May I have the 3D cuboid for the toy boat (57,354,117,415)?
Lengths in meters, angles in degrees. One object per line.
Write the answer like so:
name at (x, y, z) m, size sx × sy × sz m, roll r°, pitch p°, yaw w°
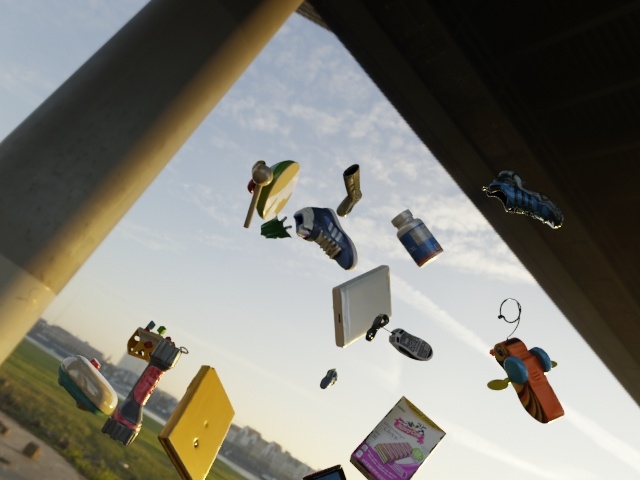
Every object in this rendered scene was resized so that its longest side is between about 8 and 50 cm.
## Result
toy boat at (-0.884, 0.540, 1.851) m, size 0.268 × 0.148 × 0.318 m, roll 58°, pitch -22°, yaw -19°

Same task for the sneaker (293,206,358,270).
sneaker at (0.000, -0.001, 2.118) m, size 0.130 × 0.236 × 0.323 m, roll -44°, pitch -116°, yaw 43°

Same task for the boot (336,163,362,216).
boot at (0.131, -0.234, 2.342) m, size 0.076 × 0.190 × 0.209 m, roll 29°, pitch -23°, yaw 20°

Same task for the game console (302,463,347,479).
game console at (0.021, 0.861, 1.769) m, size 0.124 × 0.143 × 0.085 m, roll 77°, pitch -7°, yaw -64°

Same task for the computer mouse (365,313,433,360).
computer mouse at (0.227, 0.289, 1.415) m, size 0.192 × 0.106 × 0.042 m, roll 31°, pitch -45°, yaw 10°

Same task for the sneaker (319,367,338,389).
sneaker at (0.044, 0.638, 2.255) m, size 0.053 × 0.144 × 0.059 m, roll -14°, pitch -78°, yaw 30°

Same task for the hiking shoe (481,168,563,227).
hiking shoe at (0.767, -0.133, 1.881) m, size 0.304 × 0.132 × 0.113 m, roll 47°, pitch -8°, yaw 29°

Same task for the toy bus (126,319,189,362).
toy bus at (-0.646, 0.422, 1.925) m, size 0.202 × 0.104 × 0.191 m, roll 42°, pitch 8°, yaw 9°

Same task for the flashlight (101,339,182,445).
flashlight at (-0.527, 0.454, 1.499) m, size 0.103 × 0.304 × 0.103 m, roll 28°, pitch -23°, yaw 4°

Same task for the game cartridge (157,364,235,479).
game cartridge at (-0.421, 0.642, 1.741) m, size 0.052 × 0.324 × 0.286 m, roll -4°, pitch -59°, yaw 19°

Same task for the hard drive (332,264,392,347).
hard drive at (0.172, 0.251, 1.967) m, size 0.047 × 0.353 × 0.233 m, roll 5°, pitch -75°, yaw 37°

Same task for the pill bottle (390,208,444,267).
pill bottle at (0.380, -0.011, 1.986) m, size 0.222 × 0.124 × 0.124 m, roll 56°, pitch -21°, yaw 14°

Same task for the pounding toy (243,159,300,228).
pounding toy at (-0.159, -0.151, 1.344) m, size 0.110 × 0.237 × 0.183 m, roll 30°, pitch -67°, yaw 11°

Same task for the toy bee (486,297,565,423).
toy bee at (0.522, 0.316, 1.297) m, size 0.195 × 0.299 × 0.162 m, roll 5°, pitch -17°, yaw -9°

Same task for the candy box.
candy box at (0.215, 0.573, 1.378) m, size 0.159 × 0.233 × 0.071 m, roll 37°, pitch -32°, yaw 24°

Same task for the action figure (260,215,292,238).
action figure at (-0.225, -0.056, 2.380) m, size 0.232 × 0.063 × 0.137 m, roll -17°, pitch -78°, yaw 51°
